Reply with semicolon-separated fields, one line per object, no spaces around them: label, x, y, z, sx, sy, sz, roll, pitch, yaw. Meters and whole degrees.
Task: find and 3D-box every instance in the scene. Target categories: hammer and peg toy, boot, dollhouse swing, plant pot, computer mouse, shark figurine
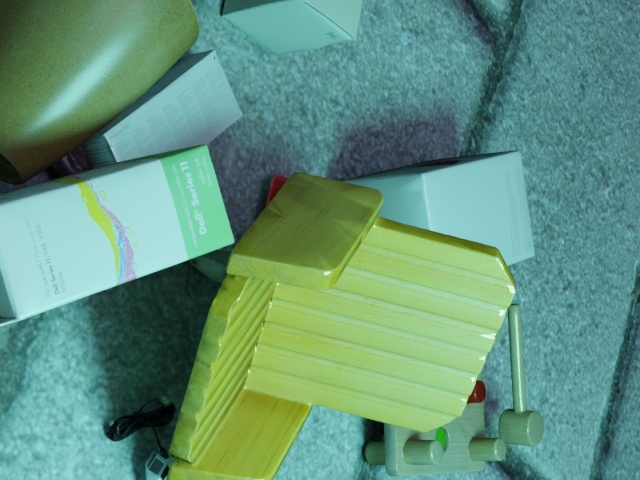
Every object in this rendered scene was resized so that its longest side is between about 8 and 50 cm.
hammer and peg toy;0.208;0.230;2.127;0.361;0.127;0.266;7;79;-52
boot;-0.302;-0.066;1.577;0.106;0.037;0.114;-49;121;-43
dollhouse swing;0.035;0.149;1.632;0.315;0.305;0.347;-56;168;-58
plant pot;-0.298;-0.195;1.464;0.237;0.237;0.254;49;64;-37
computer mouse;-0.195;0.292;1.674;0.106;0.042;0.193;-32;106;-54
shark figurine;-0.103;0.011;1.780;0.278;0.166;0.116;19;51;-17

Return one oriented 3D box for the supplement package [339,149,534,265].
supplement package;0.174;-0.030;2.067;0.293;0.177;0.175;-16;100;-52

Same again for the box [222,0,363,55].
box;-0.025;-0.393;1.872;0.127;0.148;0.232;30;63;-46

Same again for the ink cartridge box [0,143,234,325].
ink cartridge box;-0.295;0.003;1.412;0.353;0.207;0.119;-21;100;-41

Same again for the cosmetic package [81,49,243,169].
cosmetic package;-0.199;-0.143;1.694;0.239;0.060;0.099;-46;123;-45

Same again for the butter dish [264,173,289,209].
butter dish;0.000;0.000;1.889;0.160;0.118;0.160;32;62;-46
